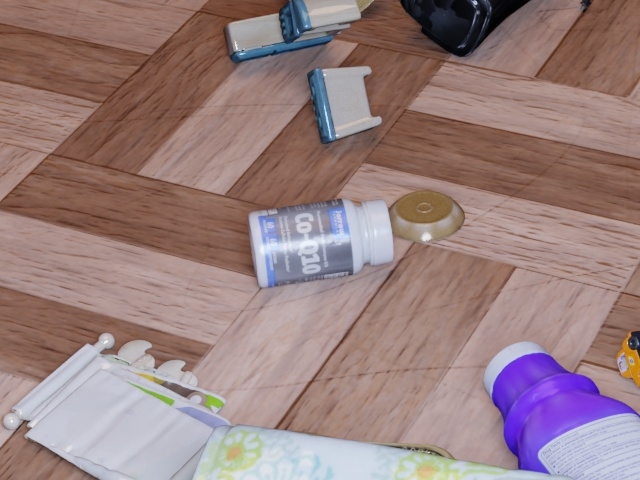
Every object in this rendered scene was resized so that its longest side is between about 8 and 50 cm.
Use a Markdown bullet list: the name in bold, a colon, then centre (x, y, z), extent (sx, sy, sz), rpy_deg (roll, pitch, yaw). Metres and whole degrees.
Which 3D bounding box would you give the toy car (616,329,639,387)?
- **toy car**: centre (0.313, 0.103, 1.767), extent (0.040, 0.060, 0.122), rpy_deg (-33, -5, 40)

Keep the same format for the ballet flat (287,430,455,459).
- **ballet flat**: centre (0.008, 0.193, 1.620), extent (0.232, 0.073, 0.080), rpy_deg (0, 64, 5)

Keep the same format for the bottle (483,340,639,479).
- **bottle**: centre (0.228, 0.191, 1.595), extent (0.118, 0.092, 0.283), rpy_deg (-18, 38, -16)

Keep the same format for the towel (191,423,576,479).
- **towel**: centre (0.038, 0.298, 1.413), extent (0.375, 0.090, 0.320), rpy_deg (8, 54, 20)

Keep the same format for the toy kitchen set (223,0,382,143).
- **toy kitchen set**: centre (-0.023, -0.186, 2.156), extent (0.122, 0.166, 0.207), rpy_deg (-12, 1, -10)

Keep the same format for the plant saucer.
- **plant saucer**: centre (0.108, -0.029, 1.967), extent (0.083, 0.015, 0.083), rpy_deg (-3, 37, 2)

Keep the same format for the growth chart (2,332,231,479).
- **growth chart**: centre (-0.171, 0.167, 1.733), extent (0.237, 0.021, 0.172), rpy_deg (28, 47, 36)

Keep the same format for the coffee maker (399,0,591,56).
- **coffee maker**: centre (0.206, -0.303, 2.236), extent (0.171, 0.120, 0.178), rpy_deg (20, 44, 28)

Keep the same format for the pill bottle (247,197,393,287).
- **pill bottle**: centre (0.000, 0.000, 1.888), extent (0.137, 0.078, 0.078), rpy_deg (-9, 37, -4)

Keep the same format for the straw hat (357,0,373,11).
- **straw hat**: centre (0.020, -0.333, 2.341), extent (0.145, 0.144, 0.061), rpy_deg (7, -4, 16)
